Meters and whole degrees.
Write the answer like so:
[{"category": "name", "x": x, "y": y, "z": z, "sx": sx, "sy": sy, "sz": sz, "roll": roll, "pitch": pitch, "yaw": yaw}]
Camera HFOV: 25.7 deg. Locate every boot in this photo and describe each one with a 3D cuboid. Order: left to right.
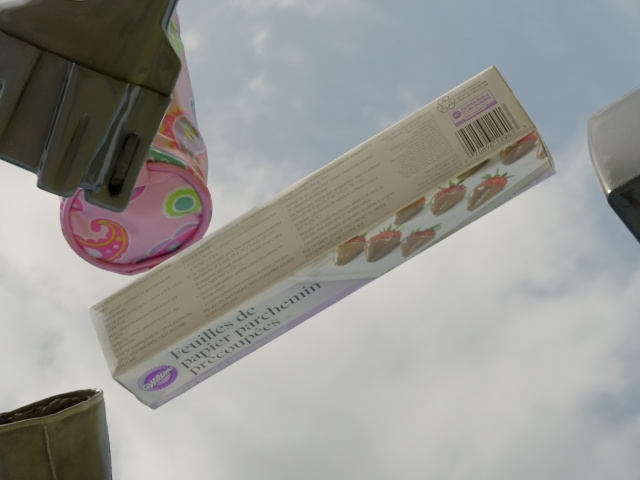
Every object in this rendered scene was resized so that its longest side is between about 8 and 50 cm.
[{"category": "boot", "x": -0.208, "y": 0.226, "z": 0.978, "sx": 0.189, "sy": 0.076, "sz": 0.209, "roll": -25, "pitch": -63, "yaw": -48}]

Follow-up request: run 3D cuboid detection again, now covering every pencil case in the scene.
[{"category": "pencil case", "x": -0.159, "y": -0.104, "z": 1.136, "sx": 0.124, "sy": 0.124, "sz": 0.284, "roll": 18, "pitch": -144, "yaw": -26}]

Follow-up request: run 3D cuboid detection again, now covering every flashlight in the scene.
[{"category": "flashlight", "x": -0.087, "y": -0.174, "z": 0.619, "sx": 0.103, "sy": 0.103, "sz": 0.304, "roll": 16, "pitch": -80, "yaw": -52}]

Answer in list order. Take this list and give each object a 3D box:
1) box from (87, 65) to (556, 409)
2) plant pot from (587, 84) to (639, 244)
[{"category": "box", "x": 0.000, "y": 0.000, "z": 0.941, "sx": 0.067, "sy": 0.324, "sz": 0.063, "roll": 62, "pitch": -173, "yaw": 34}, {"category": "plant pot", "x": 0.362, "y": -0.059, "z": 1.307, "sx": 0.188, "sy": 0.187, "sz": 0.167, "roll": 51, "pitch": -149, "yaw": -9}]
